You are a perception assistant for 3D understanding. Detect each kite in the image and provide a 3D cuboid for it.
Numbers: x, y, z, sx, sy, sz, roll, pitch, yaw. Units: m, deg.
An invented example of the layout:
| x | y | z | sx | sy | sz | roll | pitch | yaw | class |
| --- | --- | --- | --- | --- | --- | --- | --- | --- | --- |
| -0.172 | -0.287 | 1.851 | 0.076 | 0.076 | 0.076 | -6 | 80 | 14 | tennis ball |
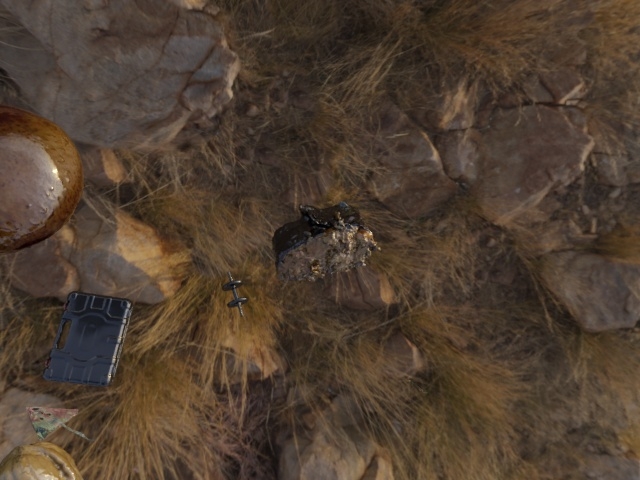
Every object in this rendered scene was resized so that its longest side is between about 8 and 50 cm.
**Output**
| x | y | z | sx | sy | sz | roll | pitch | yaw | class |
| --- | --- | --- | --- | --- | --- | --- | --- | --- | --- |
| -0.532 | 0.374 | 0.876 | 0.157 | 0.139 | 0.011 | 28 | 92 | 0 | kite |
| 0.287 | 0.436 | 1.278 | 0.090 | 0.122 | 0.004 | 32 | 85 | -22 | kite |

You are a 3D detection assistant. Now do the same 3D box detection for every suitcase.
| x | y | z | sx | sy | sz | roll | pitch | yaw | class |
| --- | --- | --- | --- | --- | --- | --- | --- | --- | --- |
| -0.745 | 0.317 | 1.388 | 0.207 | 0.066 | 0.285 | 10 | 69 | -11 | suitcase |

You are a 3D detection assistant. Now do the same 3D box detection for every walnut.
| x | y | z | sx | sy | sz | roll | pitch | yaw | class |
| --- | --- | --- | --- | --- | --- | --- | --- | --- | --- |
| -0.729 | 0.639 | 1.107 | 0.198 | 0.198 | 0.244 | -25 | 96 | -6 | walnut |

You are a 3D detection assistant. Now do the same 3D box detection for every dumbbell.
| x | y | z | sx | sy | sz | roll | pitch | yaw | class |
| --- | --- | --- | --- | --- | --- | --- | --- | --- | --- |
| -0.259 | 0.162 | 1.301 | 0.070 | 0.069 | 0.147 | -20 | 72 | -8 | dumbbell |

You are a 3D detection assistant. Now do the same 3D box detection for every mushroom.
| x | y | z | sx | sy | sz | roll | pitch | yaw | class |
| --- | --- | --- | --- | --- | --- | --- | --- | --- | --- |
| -0.712 | -0.116 | 0.932 | 0.334 | 0.356 | 0.331 | 51 | 53 | -4 | mushroom |

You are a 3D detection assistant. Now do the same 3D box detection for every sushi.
| x | y | z | sx | sy | sz | roll | pitch | yaw | class |
| --- | --- | --- | --- | --- | --- | --- | --- | --- | --- |
| 0.000 | 0.000 | 1.439 | 0.349 | 0.207 | 0.234 | -21 | 122 | 1 | sushi |
